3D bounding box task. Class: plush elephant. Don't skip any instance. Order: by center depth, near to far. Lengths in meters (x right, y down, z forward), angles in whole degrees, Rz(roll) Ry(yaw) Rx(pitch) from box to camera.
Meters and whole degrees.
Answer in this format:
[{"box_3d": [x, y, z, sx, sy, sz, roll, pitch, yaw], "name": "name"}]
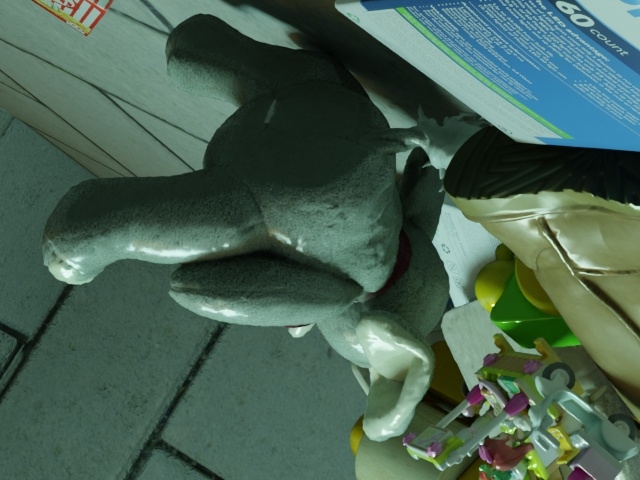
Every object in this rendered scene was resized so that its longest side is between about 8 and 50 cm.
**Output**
[{"box_3d": [0.000, 0.000, 1.098, 0.330, 0.272, 0.255, 5, 139, 17], "name": "plush elephant"}]

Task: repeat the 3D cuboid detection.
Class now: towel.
[{"box_3d": [0.185, 0.124, 1.175, 0.187, 0.049, 0.282, 65, 167, 3], "name": "towel"}]

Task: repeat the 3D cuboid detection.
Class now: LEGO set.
[{"box_3d": [0.129, 0.153, 0.995, 0.132, 0.107, 0.287, 48, 169, 16], "name": "LEGO set"}]

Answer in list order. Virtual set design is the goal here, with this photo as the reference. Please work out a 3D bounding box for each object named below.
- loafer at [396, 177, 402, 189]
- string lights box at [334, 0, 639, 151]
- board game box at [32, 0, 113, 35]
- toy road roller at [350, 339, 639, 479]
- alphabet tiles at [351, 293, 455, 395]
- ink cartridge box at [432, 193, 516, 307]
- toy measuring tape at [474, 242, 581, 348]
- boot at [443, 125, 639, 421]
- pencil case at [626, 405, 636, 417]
[{"box_3d": [0.087, -0.006, 1.445, 0.094, 0.087, 0.251, 32, 174, -11], "name": "loafer"}, {"box_3d": [0.122, -0.101, 0.615, 0.133, 0.076, 0.260, 33, 173, -22], "name": "string lights box"}, {"box_3d": [-0.260, -0.259, 1.308, 0.147, 0.045, 0.193, 33, 173, -13], "name": "board game box"}, {"box_3d": [0.221, 0.213, 1.462, 0.202, 0.329, 0.240, 24, 149, 54], "name": "toy road roller"}, {"box_3d": [0.099, 0.090, 1.619, 0.278, 0.021, 0.284, -7, -120, -54], "name": "alphabet tiles"}, {"box_3d": [0.193, 0.059, 1.252, 0.224, 0.045, 0.223, 26, 145, 54], "name": "ink cartridge box"}, {"box_3d": [0.242, 0.007, 0.933, 0.330, 0.121, 0.121, -9, 146, 43], "name": "toy measuring tape"}, {"box_3d": [0.225, 0.030, 0.789, 0.236, 0.089, 0.269, 3, 143, 52], "name": "boot"}, {"box_3d": [0.401, 0.171, 1.213, 0.273, 0.113, 0.124, 33, -161, -2], "name": "pencil case"}]
